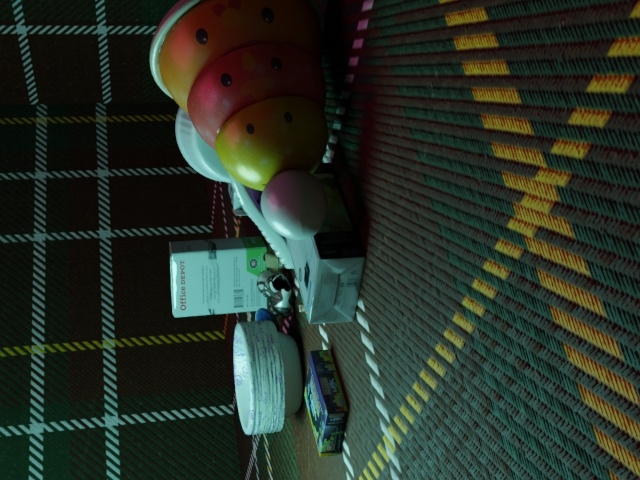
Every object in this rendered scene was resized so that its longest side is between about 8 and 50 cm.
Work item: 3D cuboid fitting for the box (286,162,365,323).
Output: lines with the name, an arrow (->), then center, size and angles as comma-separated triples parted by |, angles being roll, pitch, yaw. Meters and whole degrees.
box -> 0.000, 0.000, 1.599 | 0.290, 0.087, 0.169 | -107, 19, -47

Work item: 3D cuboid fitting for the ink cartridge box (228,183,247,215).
ink cartridge box -> -0.208, -0.138, 2.444 | 0.180, 0.104, 0.060 | -117, 28, -59

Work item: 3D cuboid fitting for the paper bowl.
paper bowl -> -0.132, 0.343, 2.124 | 0.284, 0.148, 0.285 | 178, 90, -77

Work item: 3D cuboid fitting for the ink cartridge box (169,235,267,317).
ink cartridge box -> -0.312, 0.107, 2.540 | 0.121, 0.289, 0.211 | -124, 34, -66

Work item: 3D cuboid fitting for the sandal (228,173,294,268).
sandal -> -0.100, -0.093, 1.831 | 0.416, 0.102, 0.169 | 61, -167, -54

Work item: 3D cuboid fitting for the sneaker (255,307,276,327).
sneaker -> -0.149, 0.255, 2.373 | 0.085, 0.058, 0.152 | 104, 155, -68

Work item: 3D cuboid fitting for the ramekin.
ramekin -> -0.208, -0.270, 2.060 | 0.135, 0.277, 0.277 | -146, 54, -65

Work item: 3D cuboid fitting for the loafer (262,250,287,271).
loafer -> -0.121, 0.056, 2.228 | 0.148, 0.050, 0.056 | -171, 78, -77

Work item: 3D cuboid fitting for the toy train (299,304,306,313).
toy train -> -0.029, 0.096, 1.841 | 0.125, 0.046, 0.166 | -176, 82, -77

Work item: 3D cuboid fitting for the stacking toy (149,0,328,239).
stacking toy -> -0.090, -0.214, 1.535 | 0.351, 0.350, 0.480 | 108, 144, -57

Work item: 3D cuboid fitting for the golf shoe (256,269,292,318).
golf shoe -> -0.109, 0.117, 2.171 | 0.198, 0.077, 0.094 | -125, 44, -54

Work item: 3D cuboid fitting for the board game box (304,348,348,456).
board game box -> 0.009, 0.335, 1.729 | 0.170, 0.048, 0.141 | -109, 19, -50
